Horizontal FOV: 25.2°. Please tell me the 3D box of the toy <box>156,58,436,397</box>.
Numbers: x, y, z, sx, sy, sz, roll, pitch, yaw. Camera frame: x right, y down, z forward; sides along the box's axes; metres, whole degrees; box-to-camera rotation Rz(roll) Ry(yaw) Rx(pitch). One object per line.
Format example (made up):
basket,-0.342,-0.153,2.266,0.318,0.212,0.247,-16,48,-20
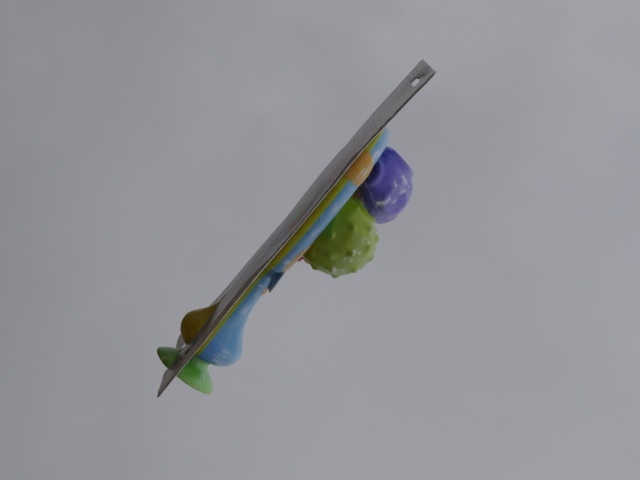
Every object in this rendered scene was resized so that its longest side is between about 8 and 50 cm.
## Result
toy,0.000,0.000,0.847,0.237,0.056,0.137,-46,-173,8
